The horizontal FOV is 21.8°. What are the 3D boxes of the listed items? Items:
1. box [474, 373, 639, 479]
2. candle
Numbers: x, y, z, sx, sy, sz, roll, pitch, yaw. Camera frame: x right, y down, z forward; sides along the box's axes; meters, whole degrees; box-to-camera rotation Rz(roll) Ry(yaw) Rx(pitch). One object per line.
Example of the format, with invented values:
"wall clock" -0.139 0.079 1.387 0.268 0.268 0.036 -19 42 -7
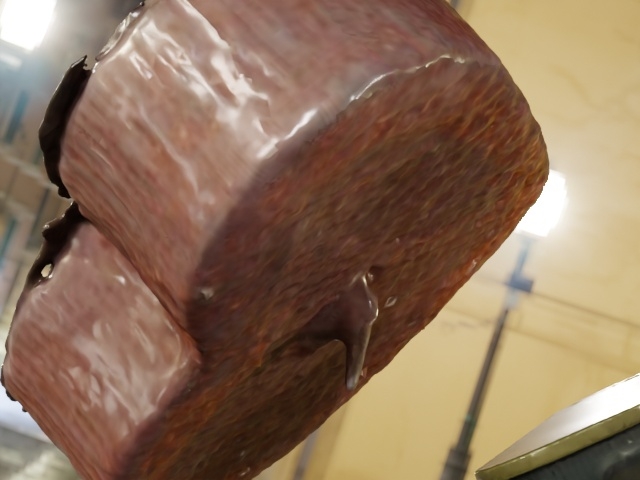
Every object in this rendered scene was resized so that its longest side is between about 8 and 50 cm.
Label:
"box" 0.158 0.092 0.663 0.144 0.090 0.201 -26 -6 17
"candle" 0.000 0.000 0.794 0.287 0.317 0.131 -22 60 -43
